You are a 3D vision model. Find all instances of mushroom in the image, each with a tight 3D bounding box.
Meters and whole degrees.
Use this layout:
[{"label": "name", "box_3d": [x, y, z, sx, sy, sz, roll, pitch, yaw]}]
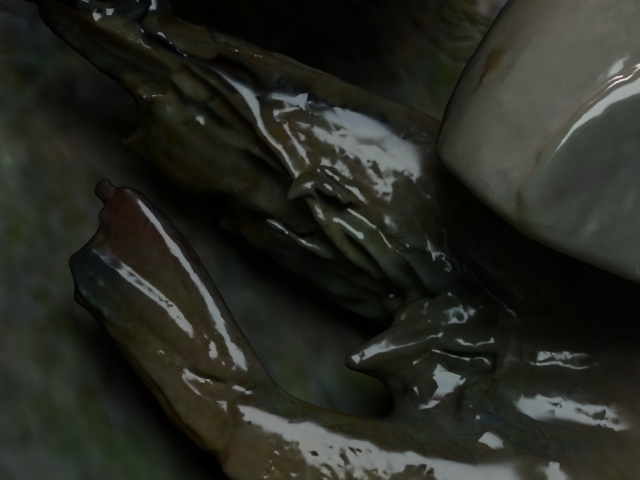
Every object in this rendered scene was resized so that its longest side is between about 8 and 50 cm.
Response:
[{"label": "mushroom", "box_3d": [0.166, -0.092, 0.620, 0.128, 0.128, 0.350, 36, 58, 15]}]

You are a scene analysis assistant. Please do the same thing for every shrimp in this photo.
[{"label": "shrimp", "box_3d": [-0.005, 0.014, 0.592, 0.254, 0.059, 0.145, 26, 60, 1]}]
